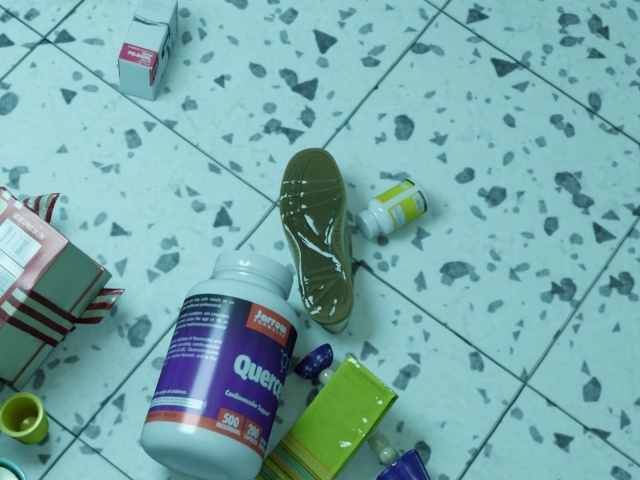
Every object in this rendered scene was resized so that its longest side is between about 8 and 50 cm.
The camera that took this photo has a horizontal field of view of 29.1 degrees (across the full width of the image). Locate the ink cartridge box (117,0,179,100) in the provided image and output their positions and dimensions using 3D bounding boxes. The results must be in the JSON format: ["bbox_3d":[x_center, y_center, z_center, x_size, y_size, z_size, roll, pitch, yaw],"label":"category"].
[{"bbox_3d":[-0.288,-0.330,2.079,0.063,0.109,0.151,16,66,1],"label":"ink cartridge box"}]

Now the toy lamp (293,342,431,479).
[{"bbox_3d":[0.068,0.283,1.872,0.080,0.080,0.275,-35,75,-19],"label":"toy lamp"}]

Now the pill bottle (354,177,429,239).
[{"bbox_3d":[0.116,-0.050,2.030,0.116,0.065,0.065,-30,73,-18],"label":"pill bottle"}]

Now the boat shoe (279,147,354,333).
[{"bbox_3d":[0.000,0.000,1.980,0.109,0.098,0.302,-11,70,3],"label":"boat shoe"}]

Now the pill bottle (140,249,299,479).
[{"bbox_3d":[-0.139,0.184,1.833,0.181,0.181,0.323,16,66,0],"label":"pill bottle"}]

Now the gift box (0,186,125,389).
[{"bbox_3d":[-0.458,0.045,1.810,0.255,0.258,0.276,41,81,13],"label":"gift box"}]

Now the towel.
[{"bbox_3d":[0.006,0.292,1.837,0.102,0.021,0.237,39,91,16],"label":"towel"}]

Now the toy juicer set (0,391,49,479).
[{"bbox_3d":[-0.507,0.371,1.736,0.209,0.089,0.329,0,61,6],"label":"toy juicer set"}]
